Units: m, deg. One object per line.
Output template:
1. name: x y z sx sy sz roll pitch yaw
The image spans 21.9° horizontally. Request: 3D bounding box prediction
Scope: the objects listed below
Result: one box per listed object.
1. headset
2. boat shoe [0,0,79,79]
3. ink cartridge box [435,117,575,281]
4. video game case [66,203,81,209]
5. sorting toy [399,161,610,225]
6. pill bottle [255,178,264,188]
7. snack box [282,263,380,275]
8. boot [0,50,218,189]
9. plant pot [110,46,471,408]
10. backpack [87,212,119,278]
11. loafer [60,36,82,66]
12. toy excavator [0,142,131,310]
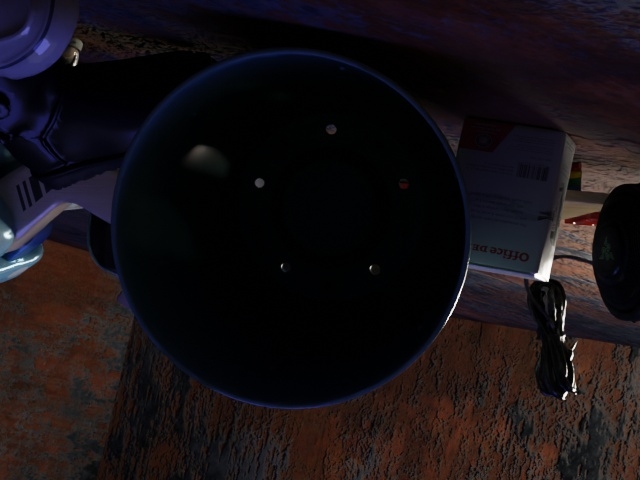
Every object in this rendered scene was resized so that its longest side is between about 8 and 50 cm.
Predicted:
1. headset: 0.358 0.046 1.594 0.243 0.185 0.394 8 165 -42
2. boat shoe: -0.295 -0.183 1.315 0.258 0.095 0.084 5 175 44
3. ink cartridge box: 0.171 -0.037 1.521 0.099 0.135 0.056 11 174 21
4. video game case: -0.356 -0.082 2.224 0.329 0.036 0.300 -6 171 9
5. sorting toy: 0.214 -0.051 1.653 0.275 0.046 0.132 4 172 -23
6. pill bottle: -0.031 -0.052 1.864 0.121 0.121 0.216 13 174 -9
7. snack box: 0.000 0.000 2.010 0.322 0.187 0.060 11 137 10
8. boot: -0.241 -0.146 1.480 0.246 0.094 0.207 -20 140 35
9. plant pot: -0.009 -0.020 1.433 0.293 0.293 0.235 12 -172 7
10. backpack: -0.181 -0.033 1.898 0.166 0.188 0.144 3 162 8
11. loafer: -0.285 -0.184 1.536 0.125 0.039 0.045 14 173 -18
12. toy excavator: -0.349 -0.054 1.789 0.445 0.433 0.222 -34 172 36
